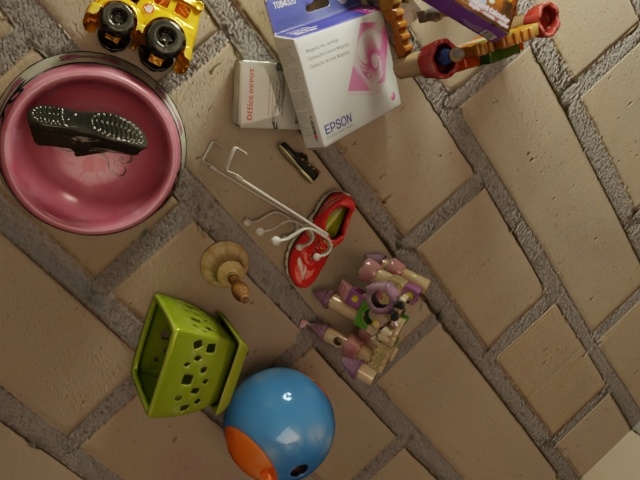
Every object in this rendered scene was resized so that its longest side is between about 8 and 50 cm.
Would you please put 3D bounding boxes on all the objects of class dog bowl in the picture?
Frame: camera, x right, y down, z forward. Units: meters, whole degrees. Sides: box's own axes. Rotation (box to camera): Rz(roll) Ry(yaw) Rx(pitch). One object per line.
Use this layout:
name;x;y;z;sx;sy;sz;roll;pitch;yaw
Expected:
dog bowl;-0.483;-0.191;1.274;0.407;0.150;0.408;-6;108;-19

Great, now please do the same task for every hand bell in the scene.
hand bell;-0.204;0.093;1.414;0.126;0.242;0.126;-6;107;-18

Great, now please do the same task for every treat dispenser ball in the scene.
treat dispenser ball;-0.105;0.473;1.542;0.288;0.288;0.288;-6;108;-19

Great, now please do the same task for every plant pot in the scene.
plant pot;-0.312;0.281;1.447;0.207;0.228;0.227;15;100;-30

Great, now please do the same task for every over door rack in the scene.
over door rack;-0.142;-0.081;1.388;0.108;0.239;0.324;-49;116;-7

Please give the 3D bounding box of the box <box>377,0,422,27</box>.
box;0.115;-0.632;1.390;0.063;0.067;0.324;-43;120;12

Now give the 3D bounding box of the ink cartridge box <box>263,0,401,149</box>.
ink cartridge box;0.045;-0.417;1.369;0.324;0.071;0.330;-36;120;-39

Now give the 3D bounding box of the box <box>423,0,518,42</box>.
box;0.279;-0.562;1.210;0.293;0.057;0.201;21;80;-21

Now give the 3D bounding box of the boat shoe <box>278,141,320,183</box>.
boat shoe;-0.053;-0.199;1.490;0.042;0.049;0.133;-50;118;-6

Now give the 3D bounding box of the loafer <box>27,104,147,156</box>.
loafer;-0.452;-0.204;1.168;0.220;0.080;0.078;10;135;-24

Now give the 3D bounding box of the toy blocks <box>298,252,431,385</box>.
toy blocks;0.093;0.178;1.552;0.260;0.309;0.289;28;107;17

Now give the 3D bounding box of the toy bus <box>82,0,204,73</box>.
toy bus;-0.354;-0.483;1.246;0.220;0.149;0.212;20;85;-22

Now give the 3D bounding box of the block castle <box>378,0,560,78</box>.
block castle;0.359;-0.561;1.382;0.453;0.213;0.303;-27;110;-28

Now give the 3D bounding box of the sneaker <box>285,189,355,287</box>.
sneaker;0.000;0.000;1.530;0.107;0.118;0.279;23;97;-24

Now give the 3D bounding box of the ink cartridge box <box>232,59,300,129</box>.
ink cartridge box;-0.098;-0.340;1.405;0.208;0.087;0.153;-1;106;-21
